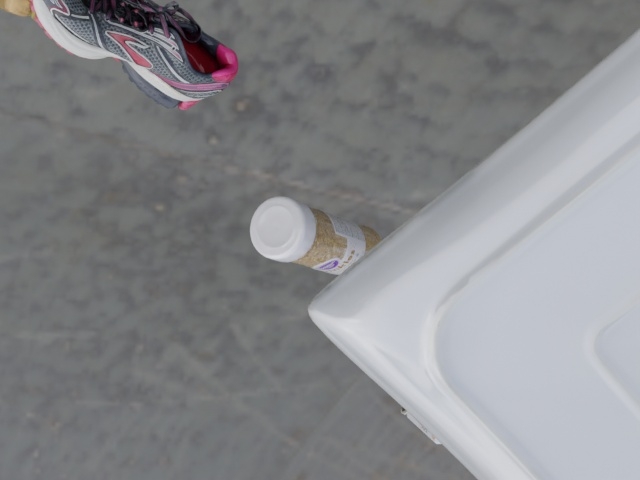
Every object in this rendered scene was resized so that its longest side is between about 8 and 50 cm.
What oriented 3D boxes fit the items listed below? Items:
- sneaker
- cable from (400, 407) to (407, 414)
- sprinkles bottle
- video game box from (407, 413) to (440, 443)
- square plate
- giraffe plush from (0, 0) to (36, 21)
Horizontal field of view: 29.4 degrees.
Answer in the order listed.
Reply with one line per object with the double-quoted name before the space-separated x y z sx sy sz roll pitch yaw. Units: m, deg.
"sneaker" -0.234 -0.277 1.540 0.112 0.120 0.299 -14 149 43
"cable" 0.226 0.165 1.838 0.287 0.139 0.072 -18 172 21
"sprinkles bottle" 0.000 0.000 2.409 0.121 0.121 0.355 -17 164 25
"video game box" 0.183 0.218 2.034 0.048 0.205 0.187 -4 -175 -13
"square plate" 0.230 0.054 0.793 0.347 0.049 0.344 -40 112 10
"giraffe plush" -0.342 -0.407 1.662 0.181 0.210 0.170 5 127 -15
